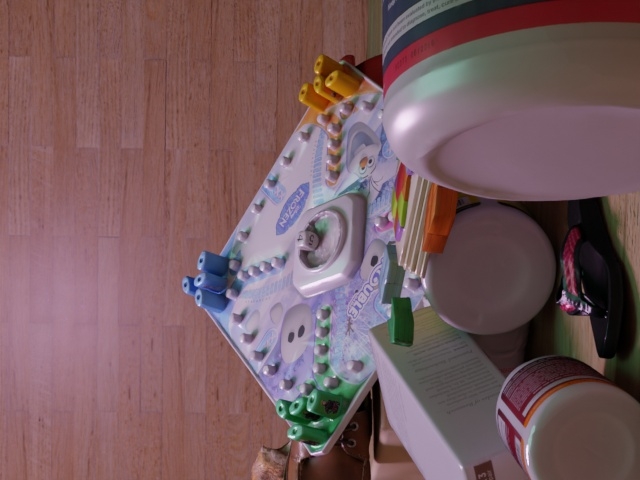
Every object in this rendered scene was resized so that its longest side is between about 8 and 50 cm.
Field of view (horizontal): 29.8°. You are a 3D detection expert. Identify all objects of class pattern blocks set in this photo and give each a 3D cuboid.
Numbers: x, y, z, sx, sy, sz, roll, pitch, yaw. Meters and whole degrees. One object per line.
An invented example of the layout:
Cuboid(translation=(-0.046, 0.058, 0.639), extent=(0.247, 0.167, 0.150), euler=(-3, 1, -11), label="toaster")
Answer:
Cuboid(translation=(0.087, -0.076, 1.032), extent=(0.285, 0.026, 0.325), euler=(-101, 19, -78), label="pattern blocks set")

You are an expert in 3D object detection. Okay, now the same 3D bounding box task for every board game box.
Cuboid(translation=(0.000, 0.000, 1.491), extent=(0.390, 0.050, 0.390), euler=(-58, 38, 11), label="board game box")

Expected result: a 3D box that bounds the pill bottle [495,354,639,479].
Cuboid(translation=(0.168, 0.126, 0.826), extent=(0.152, 0.086, 0.086), euler=(-110, 22, -84), label="pill bottle")

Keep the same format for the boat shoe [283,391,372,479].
Cuboid(translation=(0.009, 0.237, 1.472), extent=(0.104, 0.111, 0.307), euler=(92, 177, -54), label="boat shoe")

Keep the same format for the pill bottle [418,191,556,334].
Cuboid(translation=(0.143, 0.000, 1.131), extent=(0.208, 0.119, 0.119), euler=(-94, 5, -73), label="pill bottle")

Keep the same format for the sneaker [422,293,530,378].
Cuboid(translation=(0.155, 0.114, 1.234), extent=(0.232, 0.090, 0.115), euler=(-97, 5, -82), label="sneaker")

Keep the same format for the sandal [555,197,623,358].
Cuboid(translation=(0.190, 0.019, 0.888), extent=(0.179, 0.040, 0.067), euler=(-91, 3, -49), label="sandal")

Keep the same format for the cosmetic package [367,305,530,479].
Cuboid(translation=(0.123, 0.162, 1.048), extent=(0.231, 0.085, 0.117), euler=(-127, 20, -58), label="cosmetic package")

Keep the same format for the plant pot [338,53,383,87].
Cuboid(translation=(0.102, -0.175, 1.681), extent=(0.191, 0.174, 0.191), euler=(-177, 90, -90), label="plant pot")

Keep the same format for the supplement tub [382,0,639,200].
Cuboid(translation=(0.127, -0.172, 0.648), extent=(0.191, 0.191, 0.272), euler=(99, 172, -75), label="supplement tub")

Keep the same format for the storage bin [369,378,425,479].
Cuboid(translation=(0.124, 0.167, 1.551), extent=(0.262, 0.123, 0.260), euler=(94, 177, -62), label="storage bin")

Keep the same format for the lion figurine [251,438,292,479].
Cuboid(translation=(0.046, 0.421, 1.600), extent=(0.392, 0.142, 0.240), euler=(46, 177, 11), label="lion figurine")
